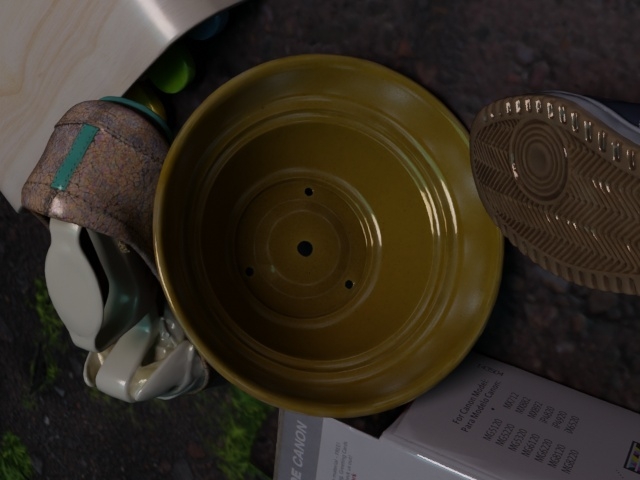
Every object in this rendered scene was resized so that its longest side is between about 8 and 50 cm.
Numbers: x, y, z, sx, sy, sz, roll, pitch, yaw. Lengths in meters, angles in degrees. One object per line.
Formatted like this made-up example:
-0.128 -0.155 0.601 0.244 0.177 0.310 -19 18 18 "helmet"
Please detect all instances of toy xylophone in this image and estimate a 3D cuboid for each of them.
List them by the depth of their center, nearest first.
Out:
-0.170 -0.110 0.610 0.323 0.081 0.236 -24 99 36 "toy xylophone"

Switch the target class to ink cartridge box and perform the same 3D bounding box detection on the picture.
0.105 0.247 0.557 0.272 0.130 0.309 20 118 24 "ink cartridge box"

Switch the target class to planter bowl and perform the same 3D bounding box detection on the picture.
0.000 0.000 0.517 0.217 0.217 0.090 58 163 -1 "planter bowl"

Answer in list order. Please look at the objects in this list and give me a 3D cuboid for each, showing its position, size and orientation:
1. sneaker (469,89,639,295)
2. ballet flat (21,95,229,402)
0.213 -0.034 0.407 0.282 0.153 0.099 25 129 57 "sneaker"
-0.131 0.046 0.561 0.107 0.106 0.316 11 142 18 "ballet flat"
